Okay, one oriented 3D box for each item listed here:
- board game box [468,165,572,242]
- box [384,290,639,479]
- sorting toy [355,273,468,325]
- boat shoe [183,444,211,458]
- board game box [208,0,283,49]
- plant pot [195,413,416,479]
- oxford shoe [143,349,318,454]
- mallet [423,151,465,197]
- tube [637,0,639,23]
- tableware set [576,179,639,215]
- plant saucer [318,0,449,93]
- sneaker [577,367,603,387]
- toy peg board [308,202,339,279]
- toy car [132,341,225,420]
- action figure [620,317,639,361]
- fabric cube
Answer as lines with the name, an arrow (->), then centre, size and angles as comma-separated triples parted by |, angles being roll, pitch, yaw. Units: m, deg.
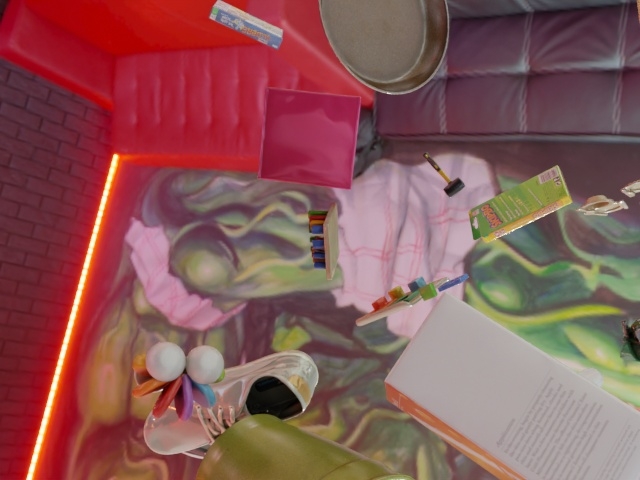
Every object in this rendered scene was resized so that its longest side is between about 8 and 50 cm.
board game box -> 0.506, -0.087, 1.703 | 0.259, 0.124, 0.039 | -26, 126, 25
box -> 0.285, 0.259, 1.002 | 0.345, 0.168, 0.215 | 33, 167, 17
sorting toy -> 0.195, 0.139, 1.619 | 0.196, 0.047, 0.347 | -22, 175, -45
boat shoe -> -0.237, 0.503, 1.653 | 0.302, 0.114, 0.091 | 2, 143, 10
board game box -> -0.200, -0.593, 1.816 | 0.201, 0.035, 0.136 | 22, -156, -12
plant pot -> -0.050, 0.515, 1.261 | 0.366, 0.367, 0.353 | 20, -176, -46
oxford shoe -> -0.213, 0.380, 1.488 | 0.449, 0.169, 0.130 | -24, -157, 13
mallet -> 0.364, -0.202, 2.034 | 0.190, 0.062, 0.039 | 49, -172, 38
tube -> 0.782, -0.506, 1.561 | 0.070, 0.240, 0.062 | 28, 145, -21
tableware set -> 0.541, -0.072, 1.172 | 0.141, 0.020, 0.168 | 9, 158, -45
plant saucer -> 0.116, -0.430, 1.259 | 0.310, 0.311, 0.050 | 17, 170, -31
sneaker -> 0.509, 0.348, 1.329 | 0.095, 0.235, 0.090 | 34, 144, 35
toy peg board -> 0.000, 0.000, 1.800 | 0.079, 0.161, 0.161 | 0, -155, 10
toy car -> -0.277, 0.281, 1.291 | 0.182, 0.136, 0.159 | 9, 152, -23
action figure -> 0.598, 0.168, 1.207 | 0.137, 0.064, 0.232 | -15, 173, 16
fabric cube -> -0.028, -0.285, 1.884 | 0.258, 0.254, 0.259 | 5, -173, 1
